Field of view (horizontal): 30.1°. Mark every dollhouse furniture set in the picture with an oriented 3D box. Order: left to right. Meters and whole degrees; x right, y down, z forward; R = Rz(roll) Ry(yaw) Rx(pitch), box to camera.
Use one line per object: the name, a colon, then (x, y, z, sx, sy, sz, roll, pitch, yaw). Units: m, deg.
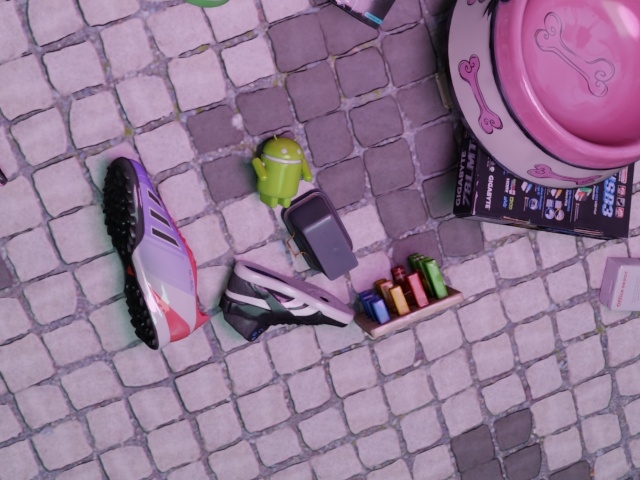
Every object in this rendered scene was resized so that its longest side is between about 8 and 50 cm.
dollhouse furniture set: (0.239, -0.213, 1.941, 0.076, 0.058, 0.152, -18, 95, -1)

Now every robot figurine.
robot figurine: (-0.064, -0.110, 1.868, 0.101, 0.067, 0.115, -1, 111, -35)

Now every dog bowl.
dog bowl: (0.401, -0.285, 1.812, 0.408, 0.150, 0.408, 1, 88, -22)

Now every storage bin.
storage bin: (0.000, 0.000, 1.916, 0.098, 0.091, 0.135, -30, 115, -3)

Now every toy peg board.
toy peg board: (0.132, 0.083, 1.959, 0.160, 0.161, 0.079, -22, 97, -7)

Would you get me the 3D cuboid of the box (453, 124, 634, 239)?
box: (0.370, -0.162, 1.912, 0.293, 0.073, 0.295, 7, 86, -23)

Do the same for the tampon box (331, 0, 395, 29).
tampon box: (0.066, -0.418, 1.769, 0.120, 0.101, 0.161, 29, 99, -24)

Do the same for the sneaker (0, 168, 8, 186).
sneaker: (-0.491, -0.134, 1.753, 0.057, 0.047, 0.119, -38, 117, -12)

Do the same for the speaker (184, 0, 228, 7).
speaker: (-0.124, -0.456, 1.614, 0.131, 0.131, 0.296, 10, 143, -19)

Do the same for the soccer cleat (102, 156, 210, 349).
soccer cleat: (-0.255, 0.011, 1.853, 0.116, 0.108, 0.318, -22, 114, -30)

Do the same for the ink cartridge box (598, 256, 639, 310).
ink cartridge box: (0.570, 0.078, 2.132, 0.122, 0.052, 0.088, 1, 109, -18)

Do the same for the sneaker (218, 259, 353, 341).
sneaker: (-0.064, 0.123, 1.958, 0.217, 0.079, 0.121, 24, 105, -14)
